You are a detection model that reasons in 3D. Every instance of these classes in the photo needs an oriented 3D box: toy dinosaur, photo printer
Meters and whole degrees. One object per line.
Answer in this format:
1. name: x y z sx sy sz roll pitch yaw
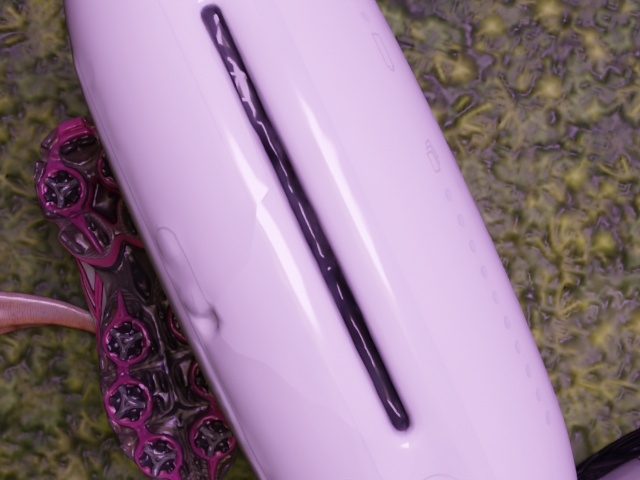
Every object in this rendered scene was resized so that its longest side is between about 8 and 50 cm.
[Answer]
1. toy dinosaur: -0.184 0.035 0.665 0.211 0.064 0.112 -9 119 0
2. photo printer: 0.000 0.000 0.532 0.107 0.307 0.256 -25 91 0

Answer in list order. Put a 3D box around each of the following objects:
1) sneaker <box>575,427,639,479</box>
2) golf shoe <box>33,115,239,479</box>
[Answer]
1. sneaker: 0.222 0.136 0.647 0.227 0.087 0.130 -19 85 -5
2. golf shoe: -0.081 0.031 0.641 0.067 0.086 0.186 -18 87 -1
